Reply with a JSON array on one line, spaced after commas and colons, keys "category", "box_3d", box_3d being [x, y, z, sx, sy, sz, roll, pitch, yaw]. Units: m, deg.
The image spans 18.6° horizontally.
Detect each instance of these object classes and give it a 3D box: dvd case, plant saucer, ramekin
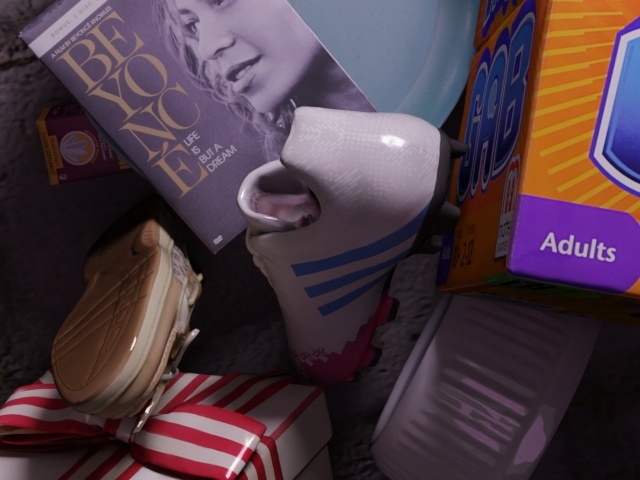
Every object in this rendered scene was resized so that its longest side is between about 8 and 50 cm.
[{"category": "dvd case", "box_3d": [-0.086, -0.121, 1.425, 0.164, 0.018, 0.221, -40, 109, 4]}, {"category": "plant saucer", "box_3d": [-0.037, -0.176, 1.447, 0.318, 0.043, 0.317, -3, 107, -9]}, {"category": "ramekin", "box_3d": [0.121, 0.112, 1.493, 0.109, 0.207, 0.207, 28, 108, 1]}]

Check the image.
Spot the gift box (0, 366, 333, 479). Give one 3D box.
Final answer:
[{"category": "gift box", "box_3d": [-0.128, 0.226, 1.504, 0.255, 0.276, 0.258, 1, 117, 24]}]

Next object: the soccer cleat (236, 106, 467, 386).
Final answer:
[{"category": "soccer cleat", "box_3d": [0.000, 0.000, 1.433, 0.143, 0.116, 0.331, 14, 148, -7]}]

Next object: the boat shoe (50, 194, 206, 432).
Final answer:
[{"category": "boat shoe", "box_3d": [-0.125, 0.056, 1.428, 0.104, 0.285, 0.089, -36, 108, 17]}]

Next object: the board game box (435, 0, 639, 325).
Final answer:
[{"category": "board game box", "box_3d": [0.295, -0.114, 1.265, 0.356, 0.356, 0.356, 10, 87, -3]}]

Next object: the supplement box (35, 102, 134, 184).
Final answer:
[{"category": "supplement box", "box_3d": [-0.172, -0.079, 1.507, 0.083, 0.043, 0.055, -10, 108, 4]}]
